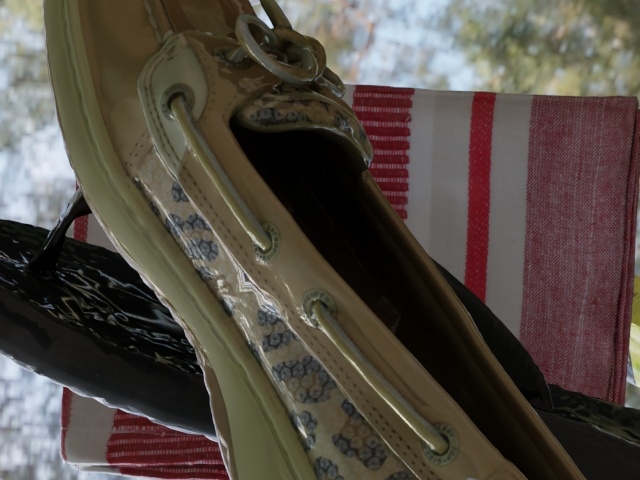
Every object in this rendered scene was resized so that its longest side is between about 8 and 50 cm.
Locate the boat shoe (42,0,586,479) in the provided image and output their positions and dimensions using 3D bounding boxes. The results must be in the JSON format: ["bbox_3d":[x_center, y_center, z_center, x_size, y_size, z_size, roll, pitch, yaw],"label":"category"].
[{"bbox_3d":[0.000,0.000,0.619,0.104,0.089,0.285,4,-127,-55],"label":"boat shoe"}]

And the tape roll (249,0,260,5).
[{"bbox_3d":[-0.096,-0.276,1.284,0.286,0.100,0.286,2,-134,-3],"label":"tape roll"}]

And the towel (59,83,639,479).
[{"bbox_3d":[0.012,0.028,1.101,0.329,0.037,0.237,4,-91,13],"label":"towel"}]

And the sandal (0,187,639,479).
[{"bbox_3d":[0.025,0.033,0.807,0.446,0.167,0.107,17,-83,-16],"label":"sandal"}]

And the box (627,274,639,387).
[{"bbox_3d":[0.330,0.105,1.684,0.058,0.087,0.232,-37,-137,-27],"label":"box"}]
